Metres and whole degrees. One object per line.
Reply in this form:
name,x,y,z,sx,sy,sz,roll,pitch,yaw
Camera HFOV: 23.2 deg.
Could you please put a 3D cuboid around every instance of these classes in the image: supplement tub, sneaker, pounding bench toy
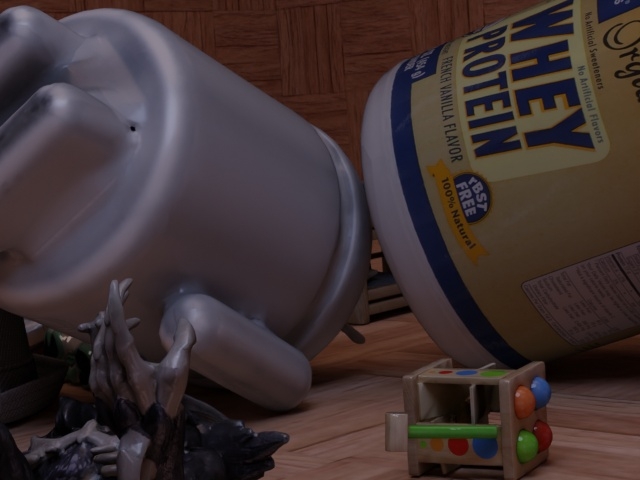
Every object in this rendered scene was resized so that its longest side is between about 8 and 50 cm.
supplement tub,0.209,-0.060,1.008,0.316,0.228,0.228,-21,-3,25
sneaker,-0.159,0.085,1.151,0.069,0.038,0.098,-6,15,-34
pounding bench toy,0.076,0.093,0.785,0.065,0.052,0.083,-1,6,28

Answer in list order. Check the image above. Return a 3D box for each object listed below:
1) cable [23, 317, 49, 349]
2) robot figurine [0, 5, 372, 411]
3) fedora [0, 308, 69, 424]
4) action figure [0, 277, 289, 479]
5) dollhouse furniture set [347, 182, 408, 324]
cable,-0.179,-0.001,1.320,0.257,0.089,0.257,-33,1,-5
robot figurine,-0.100,-0.020,1.022,0.200,0.300,0.353,-39,-37,18
fedora,-0.307,0.060,1.029,0.275,0.124,0.244,-5,5,-10
action figure,-0.119,0.078,0.644,0.164,0.141,0.275,-3,8,23
dollhouse furniture set,0.000,0.000,1.421,0.183,0.129,0.129,0,7,40
